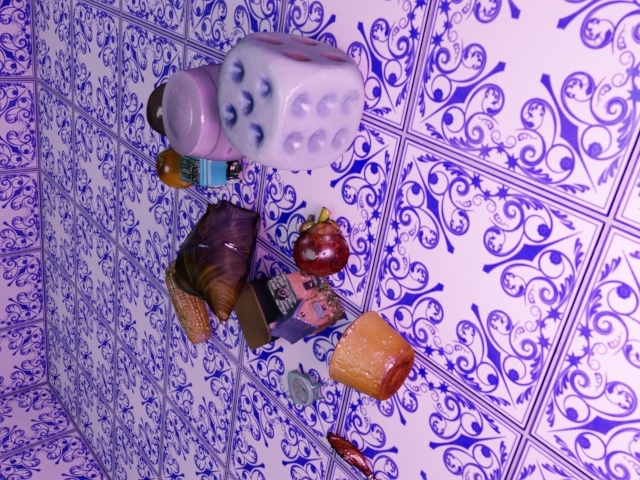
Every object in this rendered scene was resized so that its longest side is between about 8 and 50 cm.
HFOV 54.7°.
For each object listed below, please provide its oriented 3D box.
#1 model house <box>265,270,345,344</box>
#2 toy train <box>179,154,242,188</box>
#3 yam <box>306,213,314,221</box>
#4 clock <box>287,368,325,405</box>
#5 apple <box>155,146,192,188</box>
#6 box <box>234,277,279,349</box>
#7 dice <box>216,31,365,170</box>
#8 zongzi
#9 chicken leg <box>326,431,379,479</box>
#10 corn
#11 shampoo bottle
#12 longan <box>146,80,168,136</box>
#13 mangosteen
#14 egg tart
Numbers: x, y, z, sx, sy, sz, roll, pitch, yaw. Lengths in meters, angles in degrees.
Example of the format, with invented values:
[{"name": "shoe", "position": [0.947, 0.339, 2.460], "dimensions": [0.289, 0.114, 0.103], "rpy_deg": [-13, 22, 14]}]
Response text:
[{"name": "model house", "position": [-0.067, 0.178, 1.706], "dimensions": [0.166, 0.172, 0.183], "rpy_deg": [-42, 68, 48]}, {"name": "toy train", "position": [-0.346, -0.231, 1.930], "dimensions": [0.203, 0.163, 0.112], "rpy_deg": [18, 112, 46]}, {"name": "yam", "position": [-0.039, -0.024, 1.735], "dimensions": [0.021, 0.021, 0.116], "rpy_deg": [43, 131, 34]}, {"name": "clock", "position": [-0.043, 0.445, 1.853], "dimensions": [0.135, 0.041, 0.101], "rpy_deg": [2, 101, 48]}, {"name": "apple", "position": [-0.482, -0.257, 2.095], "dimensions": [0.146, 0.147, 0.163], "rpy_deg": [-20, 83, 49]}, {"name": "box", "position": [-0.187, 0.224, 1.923], "dimensions": [0.144, 0.090, 0.201], "rpy_deg": [-38, 70, 48]}, {"name": "dice", "position": [-0.071, -0.337, 1.496], "dimensions": [0.262, 0.268, 0.264], "rpy_deg": [39, 127, 35]}, {"name": "zongzi", "position": [-0.347, 0.147, 1.877], "dimensions": [0.403, 0.208, 0.432], "rpy_deg": [-46, 33, 42]}, {"name": "chicken leg", "position": [0.087, 0.611, 1.740], "dimensions": [0.205, 0.053, 0.093], "rpy_deg": [35, 148, 48]}, {"name": "corn", "position": [-0.486, 0.221, 2.258], "dimensions": [0.119, 0.119, 0.322], "rpy_deg": [-26, 80, 50]}, {"name": "shampoo bottle", "position": [-0.289, -0.359, 1.748], "dimensions": [0.273, 0.266, 0.273], "rpy_deg": [18, 113, 48]}, {"name": "longan", "position": [-0.469, -0.422, 2.003], "dimensions": [0.212, 0.198, 0.198], "rpy_deg": [-39, 70, 60]}, {"name": "mangosteen", "position": [-0.008, 0.006, 1.608], "dimensions": [0.156, 0.146, 0.181], "rpy_deg": [-22, 83, 53]}, {"name": "egg tart", "position": [0.131, 0.286, 1.495], "dimensions": [0.147, 0.202, 0.202], "rpy_deg": [30, 122, 31]}]
